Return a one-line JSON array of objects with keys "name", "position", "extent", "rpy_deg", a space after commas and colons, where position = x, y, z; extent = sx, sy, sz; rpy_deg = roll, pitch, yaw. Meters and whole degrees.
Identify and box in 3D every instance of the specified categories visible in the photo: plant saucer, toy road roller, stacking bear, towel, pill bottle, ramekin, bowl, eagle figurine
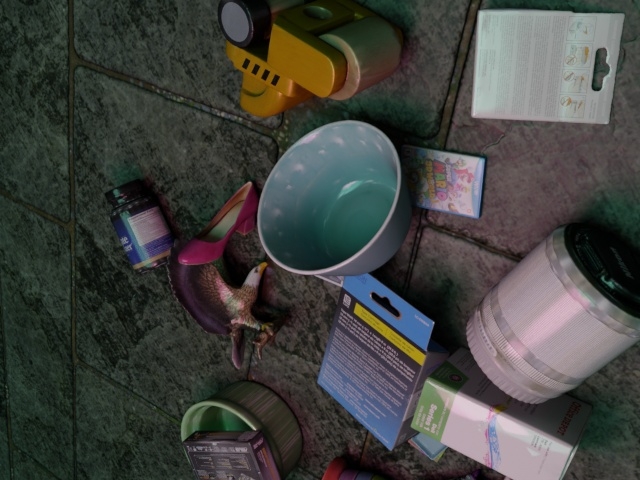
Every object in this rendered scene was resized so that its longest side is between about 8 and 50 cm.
[{"name": "plant saucer", "position": [0.275, 0.396, 1.522], "extent": [0.067, 0.018, 0.192], "rpy_deg": [44, 123, 10]}, {"name": "toy road roller", "position": [-0.030, -0.329, 1.326], "extent": [0.330, 0.202, 0.240], "rpy_deg": [34, 137, 24]}, {"name": "stacking bear", "position": [0.141, 0.626, 1.626], "extent": [0.289, 0.164, 0.175], "rpy_deg": [15, 73, 16]}, {"name": "towel", "position": [0.238, 0.452, 1.581], "extent": [0.083, 0.009, 0.060], "rpy_deg": [34, 123, 17]}, {"name": "pill bottle", "position": [-0.446, -0.036, 1.762], "extent": [0.123, 0.123, 0.219], "rpy_deg": [-20, 97, 37]}, {"name": "ramekin", "position": [-0.192, 0.508, 1.802], "extent": [0.304, 0.148, 0.303], "rpy_deg": [13, 116, 29]}, {"name": "bowl", "position": [0.050, -0.054, 1.353], "extent": [0.312, 0.163, 0.311], "rpy_deg": [-17, 58, 29]}, {"name": "eagle figurine", "position": [-0.211, 0.124, 1.635], "extent": [0.298, 0.225, 0.226], "rpy_deg": [33, 146, 5]}]

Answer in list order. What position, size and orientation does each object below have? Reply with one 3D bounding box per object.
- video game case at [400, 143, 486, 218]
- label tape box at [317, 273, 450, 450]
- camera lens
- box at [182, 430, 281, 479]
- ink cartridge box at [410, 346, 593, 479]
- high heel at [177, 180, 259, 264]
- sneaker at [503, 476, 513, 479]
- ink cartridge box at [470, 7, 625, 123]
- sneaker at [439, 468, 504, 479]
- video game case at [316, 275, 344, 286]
[{"name": "video game case", "position": [0.229, -0.113, 1.350], "extent": [0.166, 0.015, 0.119], "rpy_deg": [14, 116, 28]}, {"name": "label tape box", "position": [0.135, 0.223, 1.460], "extent": [0.241, 0.106, 0.333], "rpy_deg": [37, 127, 35]}, {"name": "camera lens", "position": [0.409, 0.122, 1.198], "extent": [0.219, 0.219, 0.274], "rpy_deg": [45, 127, 10]}, {"name": "box", "position": [-0.207, 0.548, 1.697], "extent": [0.231, 0.056, 0.183], "rpy_deg": [-12, 103, 37]}, {"name": "ink cartridge box", "position": [0.343, 0.331, 1.331], "extent": [0.278, 0.201, 0.117], "rpy_deg": [23, 110, 24]}, {"name": "high heel", "position": [-0.219, -0.038, 1.533], "extent": [0.082, 0.244, 0.117], "rpy_deg": [25, 128, 31]}, {"name": "sneaker", "position": [0.454, 0.617, 1.445], "extent": [0.292, 0.108, 0.169], "rpy_deg": [42, 123, 10]}, {"name": "ink cartridge box", "position": [0.369, -0.290, 1.176], "extent": [0.225, 0.056, 0.180], "rpy_deg": [5, 113, 12]}, {"name": "sneaker", "position": [0.309, 0.536, 1.543], "extent": [0.224, 0.083, 0.098], "rpy_deg": [5, 88, 30]}, {"name": "video game case", "position": [0.000, 0.000, 1.544], "extent": [0.190, 0.022, 0.173], "rpy_deg": [22, 119, 25]}]
